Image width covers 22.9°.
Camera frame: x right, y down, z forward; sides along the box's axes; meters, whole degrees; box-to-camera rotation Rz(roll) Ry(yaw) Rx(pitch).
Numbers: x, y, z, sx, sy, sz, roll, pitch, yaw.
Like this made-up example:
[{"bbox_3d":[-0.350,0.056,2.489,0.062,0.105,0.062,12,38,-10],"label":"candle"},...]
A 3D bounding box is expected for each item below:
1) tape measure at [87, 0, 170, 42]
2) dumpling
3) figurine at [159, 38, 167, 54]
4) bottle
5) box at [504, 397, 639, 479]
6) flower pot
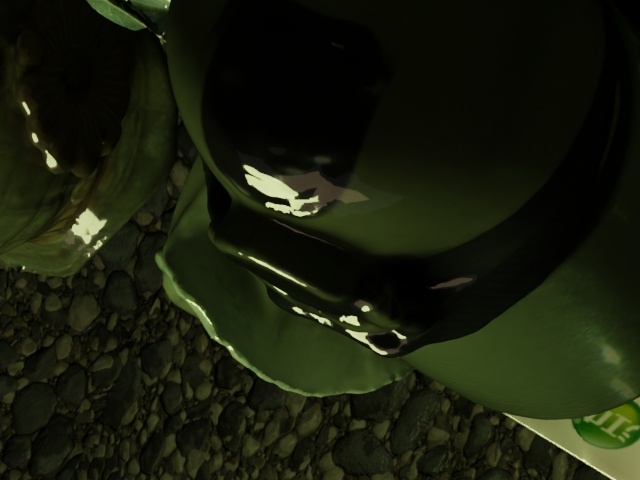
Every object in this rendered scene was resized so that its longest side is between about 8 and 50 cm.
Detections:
[{"bbox_3d":[-0.023,-0.113,0.829,0.330,0.084,0.164,28,-177,-45],"label":"tape measure"},{"bbox_3d":[-0.022,-0.017,1.402,0.211,0.321,0.270,15,152,46],"label":"dumpling"},{"bbox_3d":[-0.161,-0.155,1.304,0.276,0.200,0.133,-164,54,-80],"label":"figurine"},{"bbox_3d":[0.058,-0.031,0.602,0.168,0.168,0.347,26,177,24],"label":"bottle"},{"bbox_3d":[0.173,0.045,1.208,0.333,0.173,0.145,30,-174,29],"label":"box"},{"bbox_3d":[-0.244,-0.119,1.094,0.302,0.302,0.213,26,-165,40],"label":"flower pot"}]
